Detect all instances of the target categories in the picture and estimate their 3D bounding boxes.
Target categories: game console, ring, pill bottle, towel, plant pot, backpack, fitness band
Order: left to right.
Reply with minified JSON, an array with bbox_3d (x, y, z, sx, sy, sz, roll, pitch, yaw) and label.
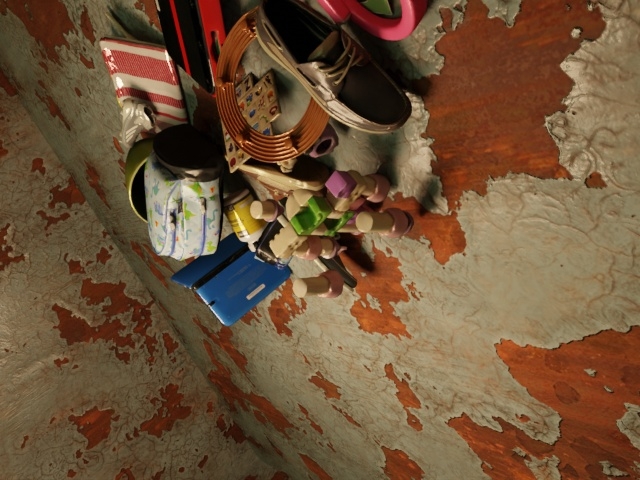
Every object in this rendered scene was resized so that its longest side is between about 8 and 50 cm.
[{"bbox_3d":[-0.526,-0.452,1.711,0.237,0.037,0.329,14,140,14],"label":"towel"},{"bbox_3d":[-0.532,-0.230,1.863,0.293,0.275,0.275,43,153,47],"label":"plant pot"},{"bbox_3d":[-0.325,-0.565,1.345,0.342,0.060,0.386,47,153,39],"label":"game console"},{"bbox_3d":[-0.397,-0.114,1.652,0.290,0.273,0.355,45,153,41],"label":"backpack"},{"bbox_3d":[-0.292,0.116,1.840,0.250,0.293,0.173,51,151,0],"label":"game console"},{"bbox_3d":[-0.227,-0.061,1.747,0.103,0.103,0.184,-2,121,54],"label":"pill bottle"},{"bbox_3d":[-0.110,-0.336,1.201,0.337,0.032,0.336,6,101,33],"label":"ring"},{"bbox_3d":[-0.122,0.006,1.636,0.117,0.158,0.173,32,163,-3],"label":"backpack"},{"bbox_3d":[0.050,-0.443,0.910,0.291,0.054,0.209,43,165,-30],"label":"fitness band"}]

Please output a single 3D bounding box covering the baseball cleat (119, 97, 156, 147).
[{"bbox_3d":[-0.574,-0.353,1.764,0.109,0.072,0.206,17,147,-5],"label":"baseball cleat"}]

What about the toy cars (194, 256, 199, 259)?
[{"bbox_3d":[-0.366,0.097,2.123,0.394,0.087,0.176,23,140,39],"label":"toy cars"}]

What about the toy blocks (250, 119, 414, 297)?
[{"bbox_3d":[0.041,-0.065,1.298,0.288,0.260,0.309,-47,64,29],"label":"toy blocks"}]

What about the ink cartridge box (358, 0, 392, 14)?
[{"bbox_3d":[0.038,-0.506,0.958,0.171,0.056,0.235,26,165,37],"label":"ink cartridge box"}]

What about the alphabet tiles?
[{"bbox_3d":[-0.176,-0.307,1.390,0.237,0.009,0.198,-28,67,44],"label":"alphabet tiles"}]

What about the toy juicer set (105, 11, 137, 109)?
[{"bbox_3d":[-0.599,-0.518,1.768,0.209,0.089,0.329,36,146,26],"label":"toy juicer set"}]

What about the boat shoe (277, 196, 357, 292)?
[{"bbox_3d":[0.000,0.000,1.500,0.319,0.099,0.116,47,178,9],"label":"boat shoe"}]

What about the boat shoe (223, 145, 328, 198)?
[{"bbox_3d":[-0.118,-0.168,1.473,0.342,0.123,0.123,22,138,31],"label":"boat shoe"}]

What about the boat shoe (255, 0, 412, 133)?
[{"bbox_3d":[0.013,-0.325,1.040,0.355,0.132,0.130,36,-177,5],"label":"boat shoe"}]
